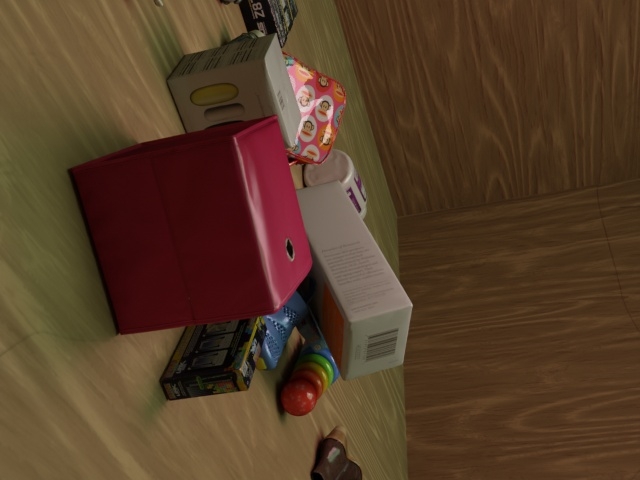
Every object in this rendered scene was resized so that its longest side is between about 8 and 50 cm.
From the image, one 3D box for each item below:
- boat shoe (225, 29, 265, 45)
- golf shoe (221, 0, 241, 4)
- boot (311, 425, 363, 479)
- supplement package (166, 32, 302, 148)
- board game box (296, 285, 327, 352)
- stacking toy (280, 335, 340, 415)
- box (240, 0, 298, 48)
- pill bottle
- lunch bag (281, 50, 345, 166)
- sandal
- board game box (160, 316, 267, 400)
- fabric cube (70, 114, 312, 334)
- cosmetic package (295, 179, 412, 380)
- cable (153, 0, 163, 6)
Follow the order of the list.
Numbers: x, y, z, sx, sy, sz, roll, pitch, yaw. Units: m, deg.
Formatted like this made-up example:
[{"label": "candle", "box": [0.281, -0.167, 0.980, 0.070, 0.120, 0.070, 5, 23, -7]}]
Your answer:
[{"label": "boat shoe", "box": [-0.169, -0.357, 1.836, 0.099, 0.116, 0.319, -26, 122, -31]}, {"label": "golf shoe", "box": [-0.227, -0.678, 1.779, 0.094, 0.077, 0.198, 24, 57, -74]}, {"label": "boot", "box": [0.038, 0.665, 2.035, 0.207, 0.090, 0.248, -54, 136, -55]}, {"label": "supplement package", "box": [-0.167, -0.284, 1.482, 0.149, 0.203, 0.194, -78, 155, -55]}, {"label": "board game box", "box": [-0.057, 0.163, 1.853, 0.211, 0.039, 0.160, 63, 2, 32]}, {"label": "stacking toy", "box": [-0.016, 0.347, 1.876, 0.330, 0.141, 0.141, -50, 130, -67]}, {"label": "box", "box": [-0.171, -0.765, 2.033, 0.318, 0.097, 0.395, -78, 156, -53]}, {"label": "pill bottle", "box": [0.061, -0.163, 2.447, 0.301, 0.169, 0.169, 57, 27, -60]}, {"label": "lunch bag", "box": [-0.081, -0.296, 1.766, 0.293, 0.120, 0.258, 20, 85, -47]}, {"label": "sandal", "box": [-0.091, 0.159, 1.656, 0.317, 0.138, 0.126, -81, 159, -49]}, {"label": "board game box", "box": [-0.177, 0.194, 1.248, 0.170, 0.141, 0.048, -74, 150, -60]}, {"label": "fabric cube", "box": [-0.180, -0.033, 1.134, 0.254, 0.259, 0.258, -53, 132, -71]}, {"label": "cosmetic package", "box": [0.052, 0.086, 1.802, 0.230, 0.162, 0.453, 91, -21, -44]}, {"label": "cable", "box": [-0.338, -0.521, 1.207, 0.287, 0.072, 0.139, 54, 24, -62]}]
